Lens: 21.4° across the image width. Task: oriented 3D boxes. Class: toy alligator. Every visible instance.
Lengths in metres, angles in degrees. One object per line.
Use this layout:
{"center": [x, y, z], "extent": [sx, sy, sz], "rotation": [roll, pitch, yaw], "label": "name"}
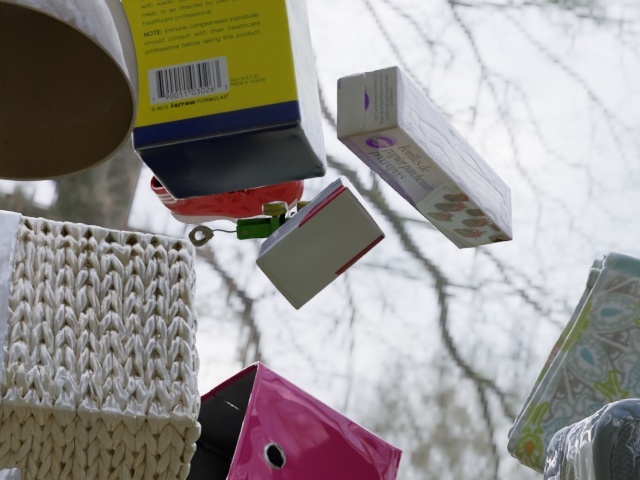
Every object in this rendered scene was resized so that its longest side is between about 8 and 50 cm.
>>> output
{"center": [-0.054, -0.016, 1.936], "extent": [0.189, 0.056, 0.051], "rotation": [-4, 11, 11], "label": "toy alligator"}

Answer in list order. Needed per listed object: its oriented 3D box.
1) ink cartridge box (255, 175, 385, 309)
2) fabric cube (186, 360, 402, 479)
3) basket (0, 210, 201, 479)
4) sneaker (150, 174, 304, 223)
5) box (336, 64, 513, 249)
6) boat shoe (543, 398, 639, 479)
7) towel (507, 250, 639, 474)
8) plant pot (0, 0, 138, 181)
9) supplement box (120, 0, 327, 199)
{"center": [0.000, 0.000, 1.588], "extent": [0.063, 0.109, 0.150], "rotation": [49, 4, -4], "label": "ink cartridge box"}
{"center": [-0.081, 0.365, 2.311], "extent": [0.258, 0.254, 0.259], "rotation": [34, -41, -21], "label": "fabric cube"}
{"center": [-0.299, 0.190, 2.025], "extent": [0.266, 0.331, 0.328], "rotation": [6, -49, -12], "label": "basket"}
{"center": [-0.143, -0.076, 2.427], "extent": [0.221, 0.087, 0.128], "rotation": [-11, -23, 21], "label": "sneaker"}
{"center": [0.108, -0.073, 1.653], "extent": [0.063, 0.067, 0.324], "rotation": [-10, -22, 23], "label": "box"}
{"center": [0.196, 0.267, 1.089], "extent": [0.118, 0.321, 0.103], "rotation": [4, -19, -24], "label": "boat shoe"}
{"center": [0.451, 0.205, 2.176], "extent": [0.374, 0.321, 0.090], "rotation": [22, -10, 39], "label": "towel"}
{"center": [-0.319, -0.221, 1.751], "extent": [0.284, 0.191, 0.284], "rotation": [3, -36, 2], "label": "plant pot"}
{"center": [-0.118, -0.255, 1.975], "extent": [0.195, 0.357, 0.194], "rotation": [-9, -17, 7], "label": "supplement box"}
